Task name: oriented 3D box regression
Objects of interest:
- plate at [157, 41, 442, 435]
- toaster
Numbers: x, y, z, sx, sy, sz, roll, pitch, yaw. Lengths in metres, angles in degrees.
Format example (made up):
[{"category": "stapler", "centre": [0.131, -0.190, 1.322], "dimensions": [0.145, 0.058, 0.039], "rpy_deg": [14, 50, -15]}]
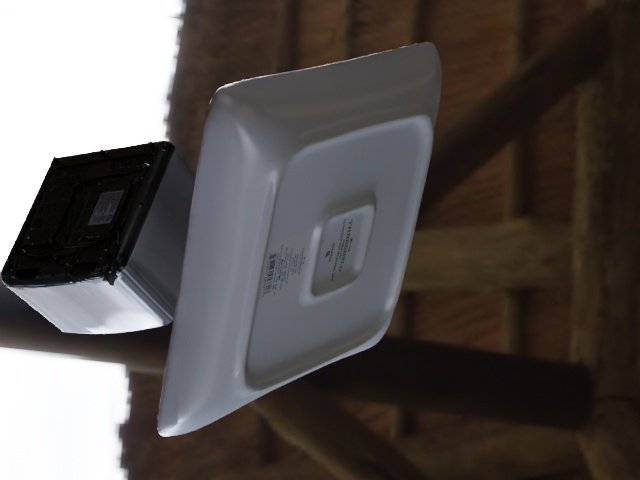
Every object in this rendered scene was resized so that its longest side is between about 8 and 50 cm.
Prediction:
[{"category": "plate", "centre": [0.000, 0.000, 1.070], "dimensions": [0.045, 0.278, 0.277], "rpy_deg": [27, -62, 30]}, {"category": "toaster", "centre": [-0.213, 0.003, 1.409], "dimensions": [0.168, 0.110, 0.185], "rpy_deg": [-7, -130, 33]}]
